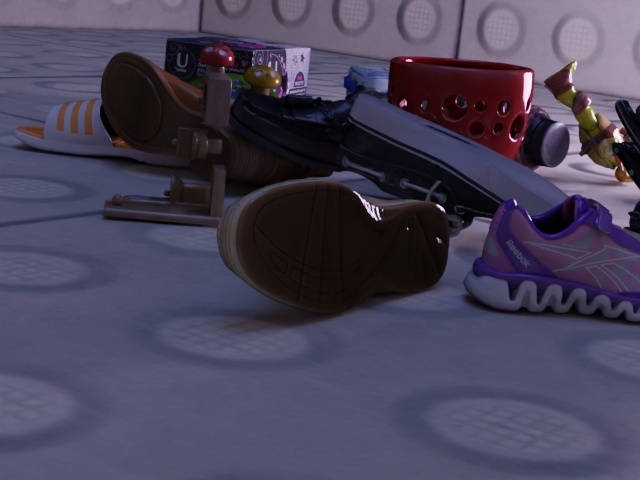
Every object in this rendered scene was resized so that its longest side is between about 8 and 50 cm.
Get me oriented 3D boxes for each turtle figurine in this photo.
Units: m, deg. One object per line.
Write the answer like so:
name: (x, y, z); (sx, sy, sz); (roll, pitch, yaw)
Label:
turtle figurine: (0.425, -0.166, 2.004); (0.087, 0.217, 0.269); (-38, -5, 25)

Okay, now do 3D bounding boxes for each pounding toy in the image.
pounding toy: (-0.117, -0.212, 1.919); (0.183, 0.110, 0.237); (3, 27, -17)

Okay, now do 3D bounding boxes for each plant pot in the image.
plant pot: (0.177, -0.151, 1.742); (0.191, 0.174, 0.191); (6, 12, -1)

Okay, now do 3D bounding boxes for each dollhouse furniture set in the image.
dollhouse furniture set: (-0.165, -0.106, 1.427); (0.123, 0.151, 0.144); (4, 10, -8)

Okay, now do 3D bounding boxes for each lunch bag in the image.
lunch bag: (0.139, -0.286, 2.556); (0.176, 0.090, 0.219); (5, 12, -10)

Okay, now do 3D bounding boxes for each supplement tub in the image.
supplement tub: (0.281, -0.162, 2.018); (0.106, 0.106, 0.198); (-6, 17, -43)

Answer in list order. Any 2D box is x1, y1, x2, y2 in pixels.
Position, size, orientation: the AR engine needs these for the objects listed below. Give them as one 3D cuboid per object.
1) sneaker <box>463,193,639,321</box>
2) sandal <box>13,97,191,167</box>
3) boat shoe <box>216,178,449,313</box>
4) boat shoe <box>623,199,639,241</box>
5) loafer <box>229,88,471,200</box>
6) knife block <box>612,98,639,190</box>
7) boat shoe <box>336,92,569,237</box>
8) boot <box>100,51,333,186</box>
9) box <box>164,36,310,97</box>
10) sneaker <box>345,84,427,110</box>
sneaker: (0.250, 0.013, 1.188); (0.236, 0.104, 0.095); (5, 11, -9)
sandal: (-0.272, -0.151, 1.759); (0.265, 0.076, 0.102); (7, 12, 6)
boat shoe: (0.000, 0.000, 1.135); (0.098, 0.109, 0.302); (8, 5, 34)
boat shoe: (0.472, -0.052, 1.573); (0.340, 0.113, 0.127); (-5, 16, -43)
loafer: (0.040, -0.133, 1.596); (0.302, 0.095, 0.109); (20, 26, -13)
knife block: (0.409, -0.064, 1.291); (0.088, 0.242, 0.275); (-5, 16, -37)
boat shoe: (0.143, -0.058, 1.455); (0.306, 0.105, 0.113); (29, 15, 25)
boot: (-0.130, -0.154, 1.708); (0.283, 0.109, 0.220); (28, 17, 33)
box: (-0.135, -0.260, 2.180); (0.163, 0.142, 0.247); (10, 13, 20)
sneaker: (0.129, -0.227, 2.283); (0.227, 0.087, 0.130); (-11, 26, -38)
